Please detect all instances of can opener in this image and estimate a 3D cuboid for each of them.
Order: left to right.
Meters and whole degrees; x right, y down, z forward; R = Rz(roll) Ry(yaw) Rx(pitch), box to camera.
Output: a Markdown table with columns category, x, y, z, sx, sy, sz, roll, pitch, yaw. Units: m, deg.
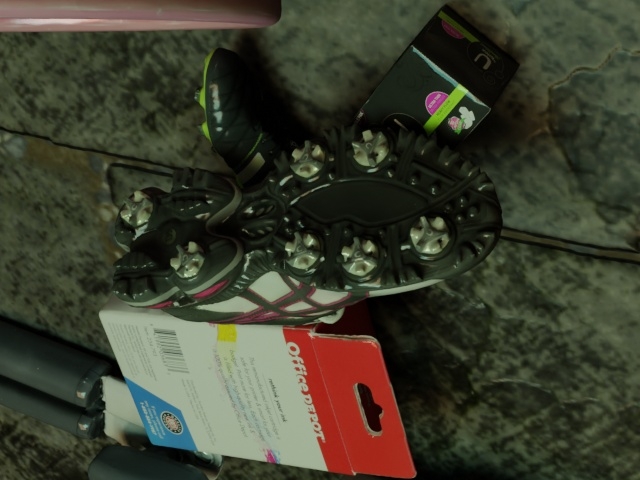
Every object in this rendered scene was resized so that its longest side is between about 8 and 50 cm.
| category | x | y | z | sx | sy | sz | roll | pitch | yaw |
| --- | --- | --- | --- | --- | --- | --- | --- | --- | --- |
| can opener | -0.209 | 0.140 | 1.272 | 0.283 | 0.095 | 0.076 | 19 | 132 | 18 |

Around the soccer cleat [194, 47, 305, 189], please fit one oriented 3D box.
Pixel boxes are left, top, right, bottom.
| category | x | y | z | sx | sy | sz | roll | pitch | yaw |
| --- | --- | --- | --- | --- | --- | --- | --- | --- | --- |
| soccer cleat | -0.031 | -0.054 | 1.035 | 0.072 | 0.060 | 0.179 | -1 | 131 | 21 |

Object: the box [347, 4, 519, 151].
| category | x | y | z | sx | sy | sz | roll | pitch | yaw |
| --- | --- | --- | --- | --- | --- | --- | --- | --- | --- |
| box | 0.068 | -0.087 | 0.945 | 0.062 | 0.052 | 0.083 | 38 | 137 | -2 |

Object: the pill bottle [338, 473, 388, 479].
| category | x | y | z | sx | sy | sz | roll | pitch | yaw |
| --- | --- | --- | --- | --- | --- | --- | --- | --- | --- |
| pill bottle | 0.131 | 0.276 | 1.125 | 0.283 | 0.161 | 0.161 | 16 | 132 | 20 |

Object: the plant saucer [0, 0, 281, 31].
| category | x | y | z | sx | sy | sz | roll | pitch | yaw |
| --- | --- | --- | --- | --- | --- | --- | --- | --- | --- |
| plant saucer | -0.188 | -0.162 | 0.882 | 0.332 | 0.332 | 0.084 | 4 | 98 | 30 |

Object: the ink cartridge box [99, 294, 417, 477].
| category | x | y | z | sx | sy | sz | roll | pitch | yaw |
| --- | --- | --- | --- | --- | --- | --- | --- | --- | --- |
| ink cartridge box | -0.032 | 0.090 | 1.132 | 0.231 | 0.078 | 0.134 | 4 | 127 | 29 |

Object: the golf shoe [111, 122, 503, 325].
| category | x | y | z | sx | sy | sz | roll | pitch | yaw |
| --- | --- | --- | --- | --- | --- | --- | --- | --- | --- |
| golf shoe | 0.000 | 0.000 | 0.980 | 0.272 | 0.105 | 0.120 | -5 | 156 | 32 |
